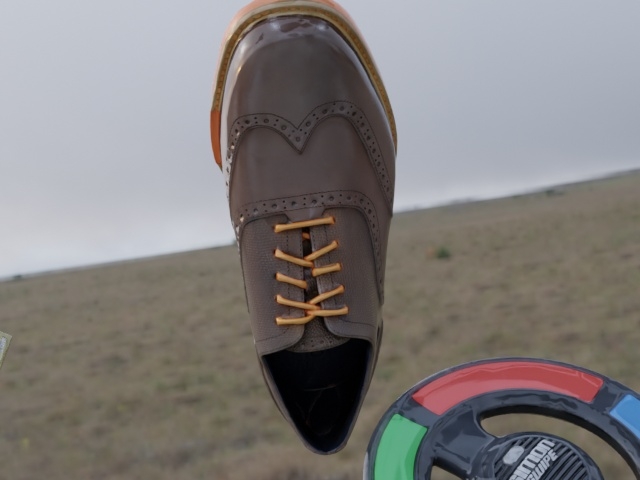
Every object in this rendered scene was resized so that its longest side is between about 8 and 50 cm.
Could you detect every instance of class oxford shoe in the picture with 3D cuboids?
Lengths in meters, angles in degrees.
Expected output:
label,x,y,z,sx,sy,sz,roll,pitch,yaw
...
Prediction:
label,x,y,z,sx,sy,sz,roll,pitch,yaw
oxford shoe,0.000,0.000,0.929,0.130,0.363,0.132,-9,42,-1

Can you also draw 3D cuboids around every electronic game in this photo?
label,x,y,z,sx,sy,sz,roll,pitch,yaw
electronic game,0.141,0.162,0.868,0.229,0.048,0.229,1,42,-1

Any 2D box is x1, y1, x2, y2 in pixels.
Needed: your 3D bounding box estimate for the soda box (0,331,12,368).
label,x,y,z,sx,sy,sz,roll,pitch,yaw
soda box,-0.237,0.129,0.751,0.061,0.181,0.058,25,-31,-18
